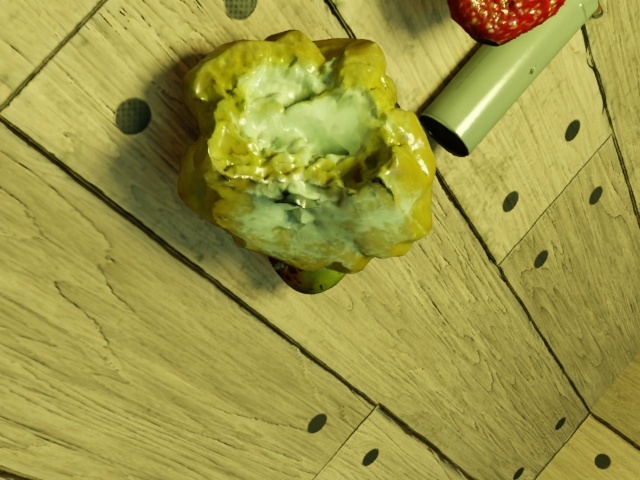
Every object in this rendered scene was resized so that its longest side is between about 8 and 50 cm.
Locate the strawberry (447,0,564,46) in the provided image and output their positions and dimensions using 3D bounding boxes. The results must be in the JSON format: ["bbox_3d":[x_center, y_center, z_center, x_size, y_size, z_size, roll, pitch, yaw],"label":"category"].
[{"bbox_3d":[0.260,-0.402,0.944,0.238,0.250,0.288,23,78,-82],"label":"strawberry"}]

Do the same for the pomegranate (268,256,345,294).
[{"bbox_3d":[-0.003,-0.003,1.063,0.169,0.149,0.148,-51,138,-17],"label":"pomegranate"}]

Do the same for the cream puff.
[{"bbox_3d":[-0.010,-0.109,0.897,0.324,0.269,0.274,9,144,1],"label":"cream puff"}]

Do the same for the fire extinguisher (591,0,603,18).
[{"bbox_3d":[0.495,-0.441,1.277,0.083,0.022,0.028,34,55,-46],"label":"fire extinguisher"}]

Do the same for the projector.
[{"bbox_3d":[0.311,-0.293,1.157,0.337,0.108,0.108,-49,137,-4],"label":"projector"}]
